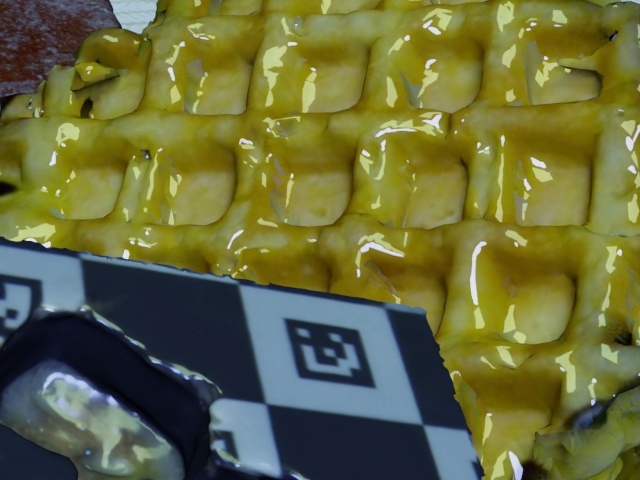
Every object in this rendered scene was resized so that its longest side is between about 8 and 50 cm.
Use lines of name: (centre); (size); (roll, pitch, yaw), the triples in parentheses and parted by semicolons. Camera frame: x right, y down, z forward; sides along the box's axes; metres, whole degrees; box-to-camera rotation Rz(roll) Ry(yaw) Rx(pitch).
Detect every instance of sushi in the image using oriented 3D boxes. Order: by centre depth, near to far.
sushi: (-0.097, 0.130, 0.444); (0.359, 0.064, 0.343); (10, 37, -23)

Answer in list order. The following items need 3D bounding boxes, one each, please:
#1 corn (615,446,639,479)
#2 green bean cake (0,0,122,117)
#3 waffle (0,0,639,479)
corn: (0.118, 0.031, 0.822); (0.131, 0.131, 0.344); (-19, 51, -34)
green bean cake: (-0.183, -0.101, 0.957); (0.136, 0.056, 0.135); (-5, 40, -21)
waffle: (0.000, 0.000, 0.741); (0.382, 0.095, 0.379); (-33, 56, -4)
